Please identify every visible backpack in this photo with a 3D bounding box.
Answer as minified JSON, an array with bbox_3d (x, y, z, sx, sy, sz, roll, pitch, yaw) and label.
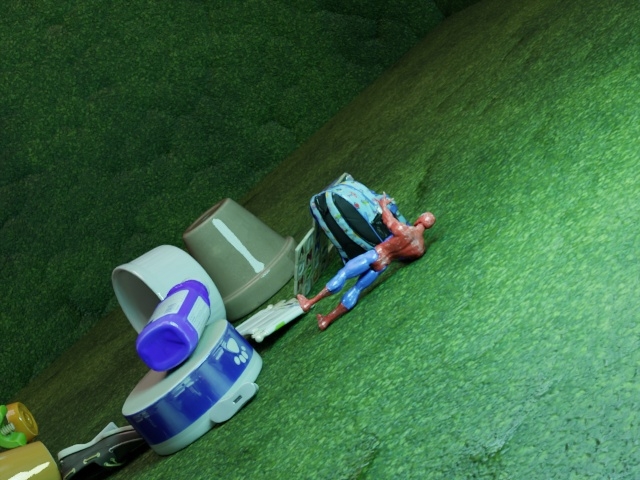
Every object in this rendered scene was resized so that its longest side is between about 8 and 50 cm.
[{"bbox_3d":[0.070,-0.043,1.803,0.117,0.173,0.158,-46,13,-29],"label":"backpack"}]

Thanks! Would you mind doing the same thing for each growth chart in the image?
[{"bbox_3d":[-0.107,0.160,1.894,0.172,0.021,0.237,-30,7,-27],"label":"growth chart"}]

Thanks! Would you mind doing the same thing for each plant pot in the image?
[{"bbox_3d":[-0.626,0.508,1.889,0.188,0.205,0.205,-29,6,-27],"label":"plant pot"},{"bbox_3d":[-0.201,0.028,2.229,0.263,0.229,0.263,-36,13,10],"label":"plant pot"}]

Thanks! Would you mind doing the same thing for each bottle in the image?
[{"bbox_3d":[-0.274,0.151,1.820,0.118,0.092,0.283,-36,12,14],"label":"bottle"}]

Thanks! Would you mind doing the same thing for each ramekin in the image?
[{"bbox_3d":[-0.344,0.144,2.159,0.135,0.277,0.277,-37,9,-30],"label":"ramekin"}]

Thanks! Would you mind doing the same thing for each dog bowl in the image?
[{"bbox_3d":[-0.242,0.273,1.759,0.265,0.104,0.265,-37,12,9],"label":"dog bowl"}]

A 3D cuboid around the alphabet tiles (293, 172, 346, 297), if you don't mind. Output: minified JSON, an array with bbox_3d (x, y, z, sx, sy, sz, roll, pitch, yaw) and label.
[{"bbox_3d":[0.000,0.000,1.929,0.237,0.009,0.198,-53,-26,-47],"label":"alphabet tiles"}]

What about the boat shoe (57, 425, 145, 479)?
[{"bbox_3d":[-0.422,0.424,1.847,0.227,0.069,0.081,-25,-27,23],"label":"boat shoe"}]

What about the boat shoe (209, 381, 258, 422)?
[{"bbox_3d":[-0.149,0.282,1.631,0.100,0.035,0.035,-42,-15,6],"label":"boat shoe"}]

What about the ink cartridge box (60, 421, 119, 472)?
[{"bbox_3d":[-0.487,0.461,2.011,0.145,0.045,0.179,-44,-5,-17],"label":"ink cartridge box"}]

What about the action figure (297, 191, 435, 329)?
[{"bbox_3d":[0.084,0.025,1.681,0.280,0.091,0.139,-37,29,11],"label":"action figure"}]

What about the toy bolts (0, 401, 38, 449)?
[{"bbox_3d":[-0.704,0.490,2.069,0.158,0.229,0.218,-31,6,-4],"label":"toy bolts"}]

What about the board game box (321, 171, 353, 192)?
[{"bbox_3d":[0.047,-0.156,2.640,0.090,0.020,0.090,-39,13,0],"label":"board game box"}]
